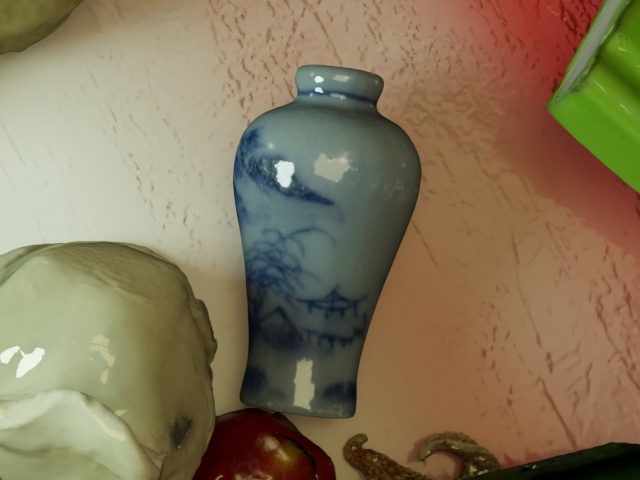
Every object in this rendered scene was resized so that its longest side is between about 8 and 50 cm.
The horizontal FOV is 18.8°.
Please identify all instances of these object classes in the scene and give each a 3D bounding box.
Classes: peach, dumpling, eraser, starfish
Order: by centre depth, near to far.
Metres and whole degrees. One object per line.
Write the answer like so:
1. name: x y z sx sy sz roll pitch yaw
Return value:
1. dumpling: -0.190 0.093 1.340 0.243 0.318 0.187 14 110 -8
2. peach: -0.053 0.208 1.423 0.127 0.092 0.172 19 78 -9
3. starfish: 0.092 0.230 1.473 0.209 0.053 0.150 46 66 4
4. eraser: 0.324 -0.102 1.491 0.274 0.092 0.210 38 66 -11

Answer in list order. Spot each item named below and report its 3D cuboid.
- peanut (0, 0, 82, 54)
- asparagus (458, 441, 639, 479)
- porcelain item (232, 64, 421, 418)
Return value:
1. peanut: -0.259 -0.196 1.433 0.224 0.129 0.129 -21 86 -1
2. asparagus: 0.207 0.209 1.431 0.382 0.108 0.128 -11 39 -26
3. porcelain item: 0.000 0.000 1.442 0.141 0.141 0.259 6 89 -8
